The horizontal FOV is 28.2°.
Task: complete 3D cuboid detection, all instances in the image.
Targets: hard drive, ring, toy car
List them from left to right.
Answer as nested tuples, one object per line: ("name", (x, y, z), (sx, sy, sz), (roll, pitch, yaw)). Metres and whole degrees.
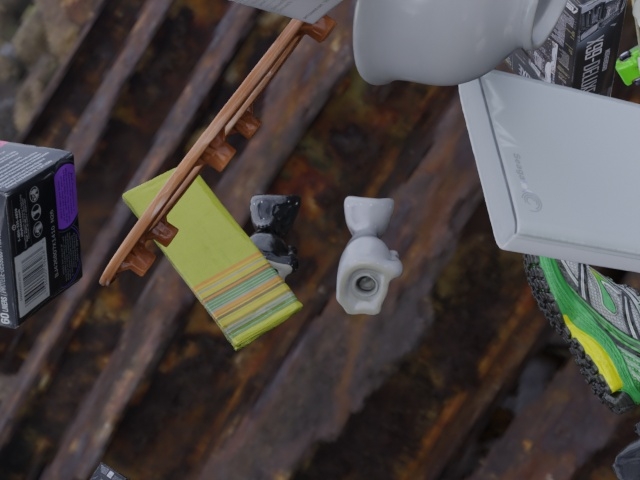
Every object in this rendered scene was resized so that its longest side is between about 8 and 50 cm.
("ring", (-0.077, -0.090, 1.093), (0.336, 0.032, 0.336), (-53, 4, 5))
("toy car", (0.508, -0.283, 2.213), (0.225, 0.239, 0.053), (-28, 13, 24))
("hard drive", (0.294, -0.060, 1.269), (0.040, 0.308, 0.203), (-51, 38, 46))

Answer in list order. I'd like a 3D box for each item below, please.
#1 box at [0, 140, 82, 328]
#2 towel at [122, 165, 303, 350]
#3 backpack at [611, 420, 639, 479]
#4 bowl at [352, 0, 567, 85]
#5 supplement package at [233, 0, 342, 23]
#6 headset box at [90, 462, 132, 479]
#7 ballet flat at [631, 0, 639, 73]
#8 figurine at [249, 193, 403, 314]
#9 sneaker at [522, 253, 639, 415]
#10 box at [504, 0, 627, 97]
("box", (-0.423, -0.022, 1.427), (0.143, 0.270, 0.165), (-46, -39, -59))
("towel", (-0.128, 0.015, 1.493), (0.102, 0.237, 0.021), (-29, -21, -30))
("backpack", (0.525, 0.202, 1.258), (0.355, 0.290, 0.273), (-48, 64, 42))
("bowl", (0.152, -0.254, 1.117), (0.298, 0.134, 0.298), (-57, -18, -30))
("supplement package", (-0.095, -0.269, 0.756), (0.175, 0.293, 0.177), (162, 119, -68))
("headset box", (-0.275, 0.352, 1.796), (0.062, 0.083, 0.032), (22, 73, 43))
("ballet flat", (0.275, -0.153, 1.033), (0.057, 0.052, 0.168), (-33, 38, 35))
("figurine", (0.000, 0.000, 1.679), (0.209, 0.215, 0.092), (-86, -3, -56))
("sneaker", (0.435, 0.099, 2.025), (0.146, 0.343, 0.134), (-29, -12, -5))
("box", (0.266, -0.329, 1.654), (0.077, 0.242, 0.307), (-30, 60, -12))
